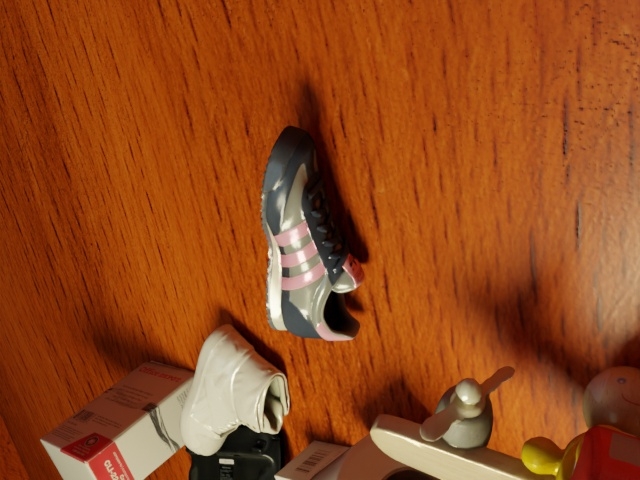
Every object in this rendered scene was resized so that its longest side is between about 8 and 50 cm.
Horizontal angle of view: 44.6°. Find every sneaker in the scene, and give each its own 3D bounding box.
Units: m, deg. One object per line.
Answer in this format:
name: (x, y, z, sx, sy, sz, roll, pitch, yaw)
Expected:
sneaker: (-0.148, 0.308, 1.365, 0.169, 0.108, 0.293, 35, 128, 27)
sneaker: (0.000, 0.000, 1.028, 0.131, 0.112, 0.319, 14, 130, 20)

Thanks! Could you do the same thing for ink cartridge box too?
ink cartridge box: (-0.375, 0.370, 1.543, 0.197, 0.273, 0.114, 2, 121, 47)

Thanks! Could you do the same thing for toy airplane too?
toy airplane: (0.293, 0.267, 0.797, 0.386, 0.272, 0.384, 28, 162, -23)

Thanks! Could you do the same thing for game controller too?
game controller: (-0.166, 0.437, 1.493, 0.319, 0.067, 0.167, -17, 78, 52)

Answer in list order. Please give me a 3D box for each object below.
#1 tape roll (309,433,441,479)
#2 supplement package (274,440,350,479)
tape roll: (0.096, 0.398, 1.072, 0.246, 0.246, 0.169, 49, 142, 10)
supplement package: (0.021, 0.442, 1.298, 0.105, 0.105, 0.179, -6, 112, 49)
